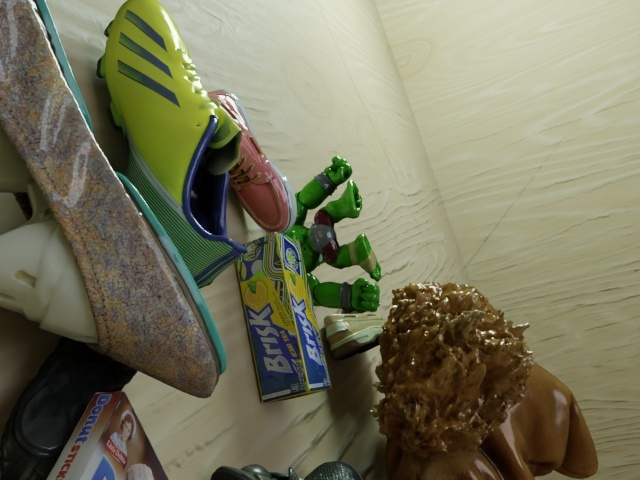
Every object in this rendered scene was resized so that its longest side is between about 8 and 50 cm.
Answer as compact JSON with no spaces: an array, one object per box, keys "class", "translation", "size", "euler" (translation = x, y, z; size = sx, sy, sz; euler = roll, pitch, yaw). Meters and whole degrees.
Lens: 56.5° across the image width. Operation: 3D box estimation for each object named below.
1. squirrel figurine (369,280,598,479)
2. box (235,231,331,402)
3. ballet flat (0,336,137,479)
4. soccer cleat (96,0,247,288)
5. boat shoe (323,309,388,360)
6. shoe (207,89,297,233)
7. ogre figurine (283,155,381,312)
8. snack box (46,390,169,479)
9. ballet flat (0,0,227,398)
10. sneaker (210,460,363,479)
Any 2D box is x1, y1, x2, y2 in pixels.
[{"class":"squirrel figurine","translation":[0.145,0.250,0.714],"size":[0.370,0.281,0.396],"euler":[-35,113,-55]},{"class":"box","translation":[-0.041,0.081,0.631],"size":[0.054,0.059,0.168],"euler":[19,54,-63]},{"class":"ballet flat","translation":[-0.152,0.086,0.385],"size":[0.057,0.049,0.173],"euler":[36,23,-8]},{"class":"soccer cleat","translation":[-0.116,-0.094,0.502],"size":[0.093,0.121,0.288],"euler":[35,41,-58]},{"class":"boat shoe","translation":[0.060,0.121,0.862],"size":[0.072,0.068,0.190],"euler":[62,17,15]},{"class":"shoe","translation":[-0.091,-0.080,0.650],"size":[0.177,0.064,0.081],"euler":[63,22,-6]},{"class":"ogre figurine","translation":[0.000,0.000,0.728],"size":[0.097,0.118,0.196],"euler":[-3,76,-74]},{"class":"snack box","translation":[-0.108,0.174,0.357],"size":[0.064,0.022,0.178],"euler":[-76,160,-54]},{"class":"ballet flat","translation":[-0.170,-0.029,0.347],"size":[0.106,0.108,0.315],"euler":[-28,91,-33]},{"class":"sneaker","translation":[-0.020,0.229,0.515],"size":[0.227,0.087,0.130],"euler":[-24,101,-65]}]
